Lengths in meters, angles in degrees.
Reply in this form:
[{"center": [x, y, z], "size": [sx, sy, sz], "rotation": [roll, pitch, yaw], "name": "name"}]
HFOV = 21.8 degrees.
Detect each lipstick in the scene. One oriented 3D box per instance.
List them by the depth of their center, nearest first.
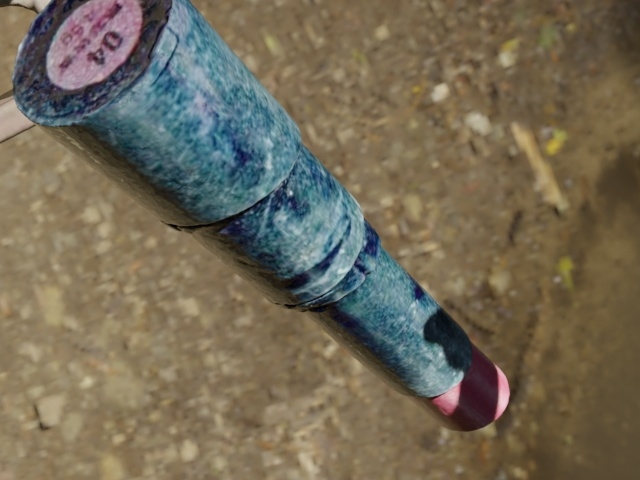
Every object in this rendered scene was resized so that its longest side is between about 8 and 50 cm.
[{"center": [0.000, 0.000, 0.521], "size": [0.234, 0.053, 0.053], "rotation": [41, 48, -46], "name": "lipstick"}]

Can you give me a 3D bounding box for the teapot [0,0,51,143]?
[{"center": [-0.247, -0.151, 0.704], "size": [0.300, 0.344, 0.253], "rotation": [55, 32, -22], "name": "teapot"}]
